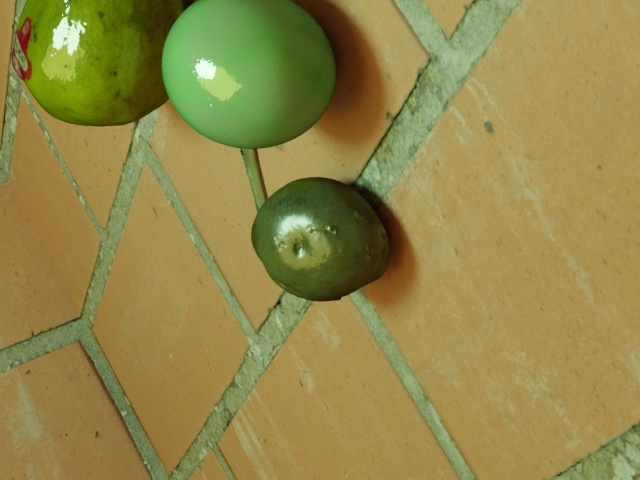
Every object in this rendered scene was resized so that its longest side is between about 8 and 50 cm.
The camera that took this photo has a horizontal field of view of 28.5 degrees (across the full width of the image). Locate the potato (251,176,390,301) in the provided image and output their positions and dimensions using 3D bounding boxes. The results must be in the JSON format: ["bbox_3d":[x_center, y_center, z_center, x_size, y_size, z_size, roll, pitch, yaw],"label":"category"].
[{"bbox_3d":[0.000,0.000,1.826,0.235,0.160,0.178,10,146,44],"label":"potato"}]

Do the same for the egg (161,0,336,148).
[{"bbox_3d":[-0.097,-0.234,1.731,0.269,0.220,0.220,28,135,44],"label":"egg"}]

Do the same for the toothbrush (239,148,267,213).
[{"bbox_3d":[-0.114,-0.123,2.078,0.028,0.026,0.294,-135,29,-72],"label":"toothbrush"}]

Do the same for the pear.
[{"bbox_3d":[-0.353,-0.356,2.079,0.287,0.287,0.375,46,131,36],"label":"pear"}]
